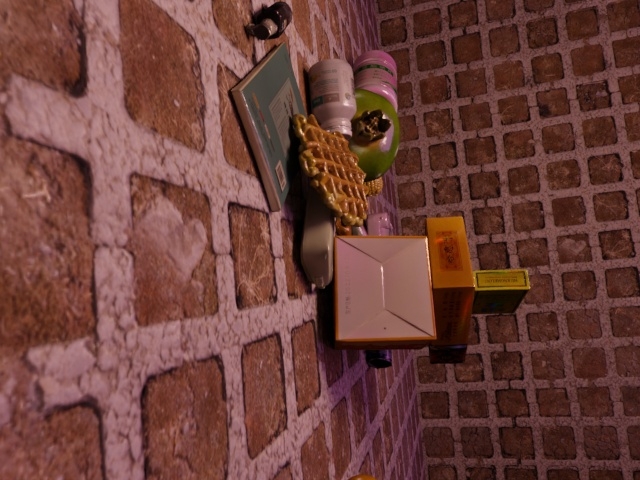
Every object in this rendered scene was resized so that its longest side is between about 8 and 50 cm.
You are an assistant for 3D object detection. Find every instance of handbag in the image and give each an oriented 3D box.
[{"bbox_3d":[0.000,0.000,1.208,0.219,0.079,0.256,84,9,-54],"label":"handbag"}]

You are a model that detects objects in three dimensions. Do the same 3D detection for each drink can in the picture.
[{"bbox_3d":[0.229,0.368,1.817,0.097,0.097,0.235,63,25,-51],"label":"drink can"}]

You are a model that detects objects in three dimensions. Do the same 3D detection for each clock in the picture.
[{"bbox_3d":[0.276,0.050,2.089,0.322,0.113,0.296,44,41,-68],"label":"clock"}]

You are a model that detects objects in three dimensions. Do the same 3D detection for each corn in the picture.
[{"bbox_3d":[0.191,-0.328,1.960,0.106,0.106,0.306,-70,147,-58],"label":"corn"}]

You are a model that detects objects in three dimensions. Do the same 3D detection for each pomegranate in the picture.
[{"bbox_3d":[0.168,-0.348,1.549,0.358,0.215,0.310,-171,-97,-77],"label":"pomegranate"}]

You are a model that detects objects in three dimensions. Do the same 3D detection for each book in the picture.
[{"bbox_3d":[-0.091,-0.271,1.058,0.379,0.031,0.264,-74,154,-54],"label":"book"}]

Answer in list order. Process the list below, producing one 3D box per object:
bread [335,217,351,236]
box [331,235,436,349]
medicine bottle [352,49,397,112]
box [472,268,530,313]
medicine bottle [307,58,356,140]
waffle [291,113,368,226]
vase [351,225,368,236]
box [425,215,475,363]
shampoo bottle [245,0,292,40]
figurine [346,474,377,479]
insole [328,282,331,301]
[{"bbox_3d":[0.079,-0.045,1.543,0.081,0.046,0.084,14,69,-76],"label":"bread"},{"bbox_3d":[0.160,0.152,1.298,0.214,0.259,0.284,95,-5,-71],"label":"box"},{"bbox_3d":[0.225,-0.646,2.010,0.212,0.211,0.326,67,23,-44],"label":"medicine bottle"},{"bbox_3d":[0.491,0.150,1.324,0.220,0.140,0.064,68,21,-60],"label":"box"},{"bbox_3d":[0.037,-0.404,1.377,0.135,0.134,0.216,11,73,-74],"label":"medicine bottle"},{"bbox_3d":[0.036,-0.176,1.147,0.300,0.058,0.282,35,40,-49],"label":"waffle"},{"bbox_3d":[0.130,-0.025,1.667,0.086,0.086,0.214,-36,114,-72],"label":"vase"},{"bbox_3d":[0.379,0.164,1.420,0.416,0.115,0.265,78,12,-48],"label":"box"},{"bbox_3d":[-0.109,-0.482,1.035,0.208,0.063,0.057,-77,165,-55],"label":"shampoo bottle"},{"bbox_3d":[0.086,0.657,1.051,0.228,0.215,0.216,-9,93,-51],"label":"figurine"},{"bbox_3d":[0.026,0.049,1.345,0.086,0.005,0.254,99,-9,-71],"label":"insole"}]
